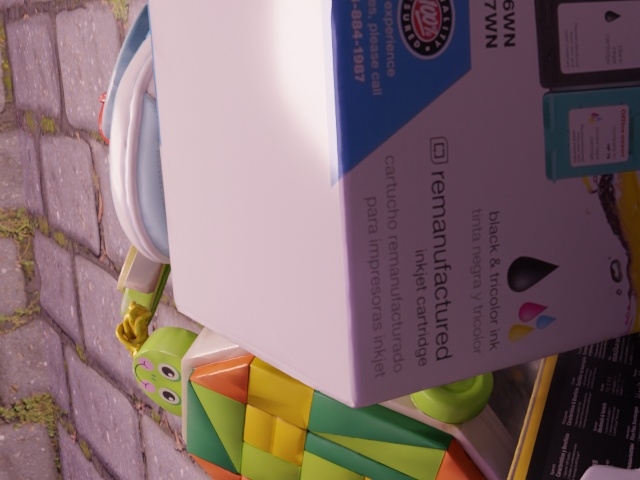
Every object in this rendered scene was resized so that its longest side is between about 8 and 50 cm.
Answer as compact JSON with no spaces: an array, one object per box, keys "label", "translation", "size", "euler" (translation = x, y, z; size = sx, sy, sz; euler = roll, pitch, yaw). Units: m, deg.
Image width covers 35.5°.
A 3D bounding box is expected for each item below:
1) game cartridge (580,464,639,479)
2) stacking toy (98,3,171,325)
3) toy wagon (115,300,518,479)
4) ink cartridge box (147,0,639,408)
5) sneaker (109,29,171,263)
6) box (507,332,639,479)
[{"label":"game cartridge","translation":[0.236,0.149,0.279],"size":[0.294,0.060,0.196],"euler":[-1,139,45]},{"label":"stacking toy","translation":[-0.185,-0.073,0.977],"size":[0.309,0.130,0.279],"euler":[126,163,-76]},{"label":"toy wagon","translation":[-0.017,0.149,0.778],"size":[0.344,0.068,0.267],"euler":[21,136,12]},{"label":"ink cartridge box","translation":[0.077,-0.062,0.512],"size":[0.197,0.270,0.198],"euler":[17,114,59]},{"label":"sneaker","translation":[-0.025,-0.124,0.729],"size":[0.208,0.127,0.319],"euler":[12,83,37]},{"label":"box","translation":[0.115,0.219,0.521],"size":[0.079,0.322,0.257],"euler":[12,119,16]}]
